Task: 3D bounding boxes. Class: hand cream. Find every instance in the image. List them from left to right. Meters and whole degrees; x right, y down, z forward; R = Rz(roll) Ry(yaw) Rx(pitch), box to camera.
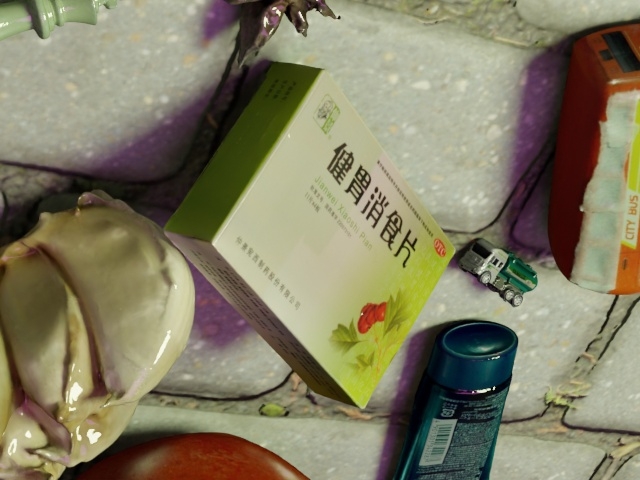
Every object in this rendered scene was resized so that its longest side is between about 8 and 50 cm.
[{"bbox_3d":[0.139,0.198,1.470,0.120,0.061,0.270,-7,131,-17],"label":"hand cream"}]

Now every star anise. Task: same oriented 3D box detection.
[{"bbox_3d":[-0.033,-0.186,1.076,0.124,0.056,0.129,17,119,-34],"label":"star anise"}]

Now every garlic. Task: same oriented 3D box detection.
[{"bbox_3d":[-0.230,0.107,1.143,0.281,0.203,0.184,-20,150,-12],"label":"garlic"}]

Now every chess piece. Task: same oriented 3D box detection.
[{"bbox_3d":[-0.208,-0.163,1.024,0.149,0.059,0.059,-16,132,-16],"label":"chess piece"}]

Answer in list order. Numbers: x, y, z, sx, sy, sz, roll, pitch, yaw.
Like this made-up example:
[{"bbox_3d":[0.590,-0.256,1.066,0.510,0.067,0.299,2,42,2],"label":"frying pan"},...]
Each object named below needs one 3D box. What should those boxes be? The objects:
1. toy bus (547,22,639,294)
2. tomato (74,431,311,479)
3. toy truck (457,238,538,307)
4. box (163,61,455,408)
[{"bbox_3d":[0.273,-0.064,1.277,0.120,0.121,0.265,-6,131,-8],"label":"toy bus"},{"bbox_3d":[-0.119,0.349,1.339,0.290,0.293,0.325,3,136,-40],"label":"tomato"},{"bbox_3d":[0.172,0.029,1.359,0.083,0.039,0.044,33,93,-41],"label":"toy truck"},{"bbox_3d":[0.000,0.001,1.185,0.175,0.062,0.260,-58,135,-19],"label":"box"}]
